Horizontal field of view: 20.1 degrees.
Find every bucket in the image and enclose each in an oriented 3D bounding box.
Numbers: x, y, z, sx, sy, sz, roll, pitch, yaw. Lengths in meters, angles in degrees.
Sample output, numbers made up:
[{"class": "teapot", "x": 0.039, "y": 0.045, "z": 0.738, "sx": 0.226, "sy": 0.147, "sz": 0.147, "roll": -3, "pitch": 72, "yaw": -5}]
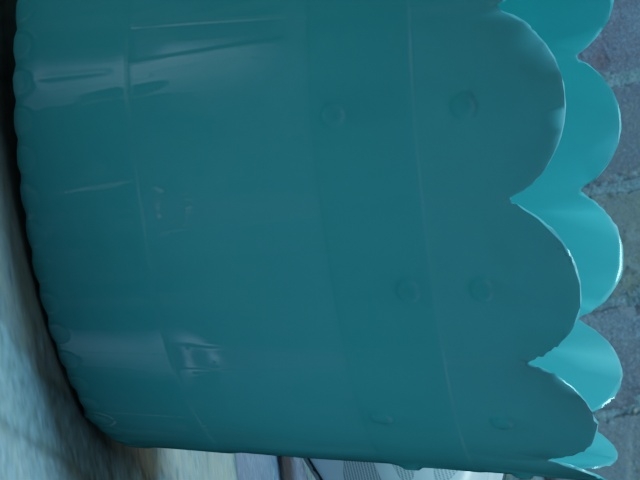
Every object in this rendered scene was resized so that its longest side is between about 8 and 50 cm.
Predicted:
[{"class": "bucket", "x": 0.014, "y": -0.044, "z": 0.676, "sx": 0.281, "sy": 0.183, "sz": 0.281, "roll": -2, "pitch": 90, "yaw": -77}]

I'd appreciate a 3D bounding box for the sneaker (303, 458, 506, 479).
[{"class": "sneaker", "x": -0.001, "y": 0.000, "z": 1.311, "sx": 0.257, "sy": 0.169, "sz": 0.447, "roll": 55, "pitch": 16, "yaw": -63}]
